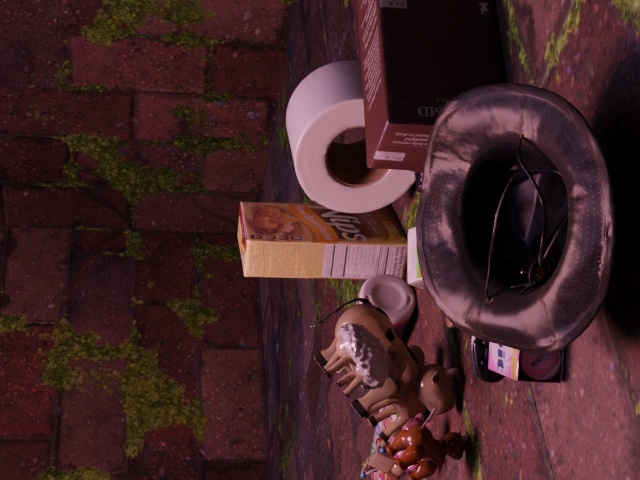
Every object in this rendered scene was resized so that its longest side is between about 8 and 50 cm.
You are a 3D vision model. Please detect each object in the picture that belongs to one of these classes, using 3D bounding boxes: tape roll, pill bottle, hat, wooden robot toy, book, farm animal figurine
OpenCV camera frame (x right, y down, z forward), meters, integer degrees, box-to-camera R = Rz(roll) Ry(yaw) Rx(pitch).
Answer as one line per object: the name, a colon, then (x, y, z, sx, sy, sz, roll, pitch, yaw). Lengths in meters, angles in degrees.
tape roll: (0.062, -0.197, 2.113, 0.169, 0.246, 0.246, -102, 17, -55)
pill bottle: (0.111, 0.160, 2.145, 0.193, 0.108, 0.108, 106, 163, -52)
hat: (0.253, -0.030, 1.278, 0.331, 0.134, 0.331, 12, 104, 57)
wooden robot toy: (0.139, 0.399, 2.068, 0.173, 0.079, 0.076, -60, 3, 43)
book: (0.197, 0.007, 1.697, 0.144, 0.035, 0.096, -20, 61, 39)
farm animal figurine: (0.129, 0.228, 1.822, 0.327, 0.172, 0.330, 52, 177, -12)

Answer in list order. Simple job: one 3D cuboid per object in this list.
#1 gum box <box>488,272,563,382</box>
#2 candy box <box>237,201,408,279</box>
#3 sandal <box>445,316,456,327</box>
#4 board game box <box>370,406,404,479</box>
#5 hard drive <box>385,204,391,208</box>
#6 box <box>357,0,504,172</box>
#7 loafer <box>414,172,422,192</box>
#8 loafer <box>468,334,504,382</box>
gum box: (0.265, 0.080, 1.420, 0.107, 0.062, 0.188, -172, 85, -80)
candy box: (0.000, 0.000, 2.207, 0.183, 0.316, 0.087, -107, 21, -62)
sandal: (0.197, 0.020, 1.768, 0.088, 0.079, 0.240, -137, 50, -77)
board game box: (0.137, 0.385, 2.173, 0.124, 0.039, 0.259, -105, 23, -56)
hard drive: (0.129, -0.124, 2.352, 0.135, 0.022, 0.094, -119, 33, -71)
box: (0.164, -0.299, 1.712, 0.143, 0.191, 0.381, 112, 157, -63)
loafer: (0.165, -0.226, 1.959, 0.109, 0.095, 0.302, 132, 139, -75)
loafer: (0.242, 0.083, 1.533, 0.078, 0.076, 0.223, 157, 120, -85)
